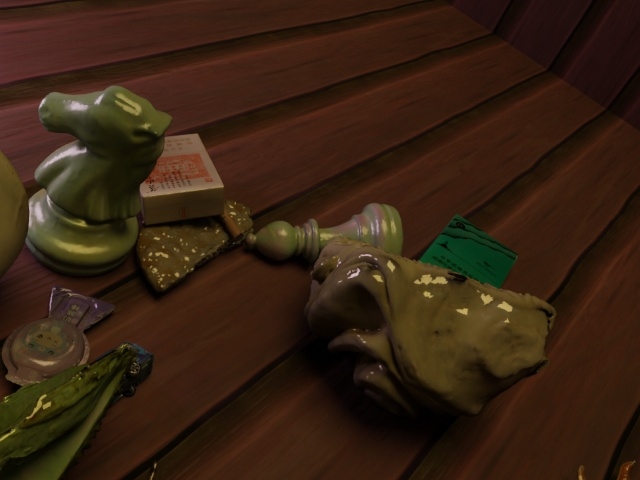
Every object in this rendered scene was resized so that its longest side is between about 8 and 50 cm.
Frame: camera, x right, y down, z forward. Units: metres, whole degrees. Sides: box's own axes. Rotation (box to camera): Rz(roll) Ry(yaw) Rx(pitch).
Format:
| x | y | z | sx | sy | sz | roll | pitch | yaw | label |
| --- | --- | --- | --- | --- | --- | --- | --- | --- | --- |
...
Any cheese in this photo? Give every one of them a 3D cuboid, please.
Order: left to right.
| x | y | z | sx | sy | sz | roll | pitch | yaw | label |
| --- | --- | --- | --- | --- | --- | --- | --- | --- | --- |
| -0.353 | 0.129 | 0.920 | 0.105 | 0.042 | 0.191 | 20 | 30 | -6 | cheese |

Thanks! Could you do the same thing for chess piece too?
| x | y | z | sx | sy | sz | roll | pitch | yaw | label |
| --- | --- | --- | --- | --- | --- | --- | --- | --- | --- |
| -0.328 | -0.100 | 0.992 | 0.175 | 0.298 | 0.176 | 17 | 40 | -15 | chess piece |
| 0.000 | 0.000 | 1.226 | 0.271 | 0.139 | 0.139 | 1 | 44 | -13 | chess piece |

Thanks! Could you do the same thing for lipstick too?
| x | y | z | sx | sy | sz | roll | pitch | yaw | label |
| --- | --- | --- | --- | --- | --- | --- | --- | --- | --- |
| -0.161 | -0.036 | 1.178 | 0.018 | 0.019 | 0.094 | -9 | 49 | -37 | lipstick |

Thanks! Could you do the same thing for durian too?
| x | y | z | sx | sy | sz | roll | pitch | yaw | label |
| --- | --- | --- | --- | --- | --- | --- | --- | --- | --- |
| -0.353 | 0.212 | 0.693 | 0.163 | 0.198 | 0.394 | 38 | 48 | 25 | durian |

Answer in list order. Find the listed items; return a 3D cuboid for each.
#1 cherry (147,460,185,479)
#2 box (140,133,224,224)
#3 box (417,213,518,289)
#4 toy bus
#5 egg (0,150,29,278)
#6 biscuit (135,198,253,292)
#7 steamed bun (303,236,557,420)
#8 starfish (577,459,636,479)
| x | y | z | sx | sy | sz | roll | pitch | yaw | label |
| --- | --- | --- | --- | --- | --- | --- | --- | --- | --- |
| -0.158 | 0.336 | 0.684 | 0.195 | 0.195 | 0.195 | 16 | 39 | -14 | cherry |
| -0.255 | -0.111 | 1.187 | 0.140 | 0.058 | 0.201 | -8 | 38 | -19 | box |
| 0.297 | 0.046 | 1.392 | 0.160 | 0.042 | 0.226 | 36 | 39 | 10 | box |
| -0.284 | 0.189 | 0.887 | 0.061 | 0.051 | 0.153 | 31 | 38 | 15 | toy bus |
| -0.529 | -0.027 | 0.801 | 0.283 | 0.283 | 0.345 | 40 | 41 | 17 | egg |
| -0.224 | -0.013 | 1.160 | 0.141 | 0.038 | 0.290 | 36 | 37 | 11 | biscuit |
| 0.135 | 0.147 | 1.031 | 0.393 | 0.238 | 0.346 | 19 | 2 | 41 | steamed bun |
| 0.464 | 0.453 | 1.026 | 0.138 | 0.050 | 0.248 | 8 | 49 | -24 | starfish |
